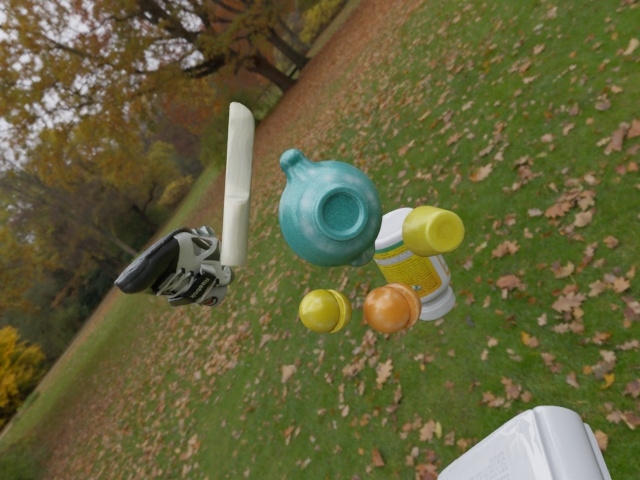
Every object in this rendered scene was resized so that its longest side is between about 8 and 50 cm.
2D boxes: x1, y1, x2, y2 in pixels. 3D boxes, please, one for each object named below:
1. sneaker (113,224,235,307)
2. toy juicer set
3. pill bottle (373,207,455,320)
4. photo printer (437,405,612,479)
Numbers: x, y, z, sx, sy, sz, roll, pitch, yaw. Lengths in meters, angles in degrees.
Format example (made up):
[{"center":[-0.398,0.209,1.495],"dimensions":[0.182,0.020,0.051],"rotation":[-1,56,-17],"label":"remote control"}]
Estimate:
[{"center":[-0.231,0.060,0.907],"dimensions":[0.122,0.146,0.330],"rotation":[-38,-1,13],"label":"sneaker"},{"center":[0.000,0.000,0.624],"dimensions":[0.209,0.329,0.089],"rotation":[-66,13,-4],"label":"toy juicer set"},{"center":[0.181,0.051,0.982],"dimensions":[0.118,0.208,0.117],"rotation":[-29,21,12],"label":"pill bottle"},{"center":[0.248,0.389,0.582],"dimensions":[0.307,0.107,0.256],"rotation":[-87,19,-48],"label":"photo printer"}]
